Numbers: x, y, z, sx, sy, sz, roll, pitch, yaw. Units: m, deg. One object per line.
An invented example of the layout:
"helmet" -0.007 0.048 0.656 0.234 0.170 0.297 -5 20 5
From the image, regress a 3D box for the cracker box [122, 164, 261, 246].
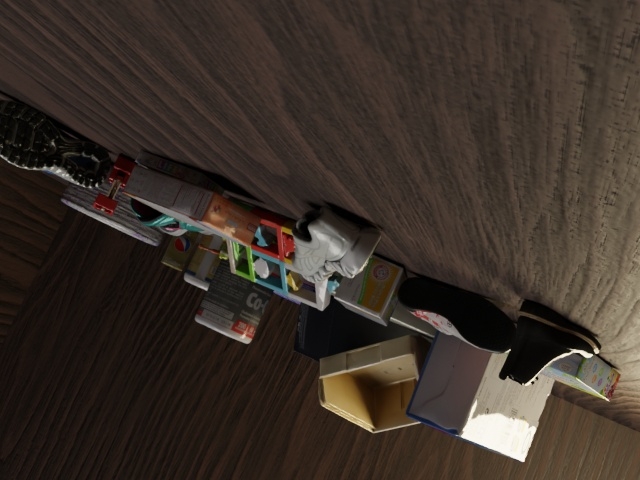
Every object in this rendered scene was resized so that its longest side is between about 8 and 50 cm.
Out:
"cracker box" -0.251 -0.068 1.638 0.232 0.067 0.156 21 173 35

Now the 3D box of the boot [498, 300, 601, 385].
"boot" 0.384 0.198 1.425 0.198 0.137 0.077 27 173 -29

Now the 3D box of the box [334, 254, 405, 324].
"box" 0.107 0.099 1.722 0.103 0.114 0.203 24 175 12

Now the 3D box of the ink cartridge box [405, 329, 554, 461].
"ink cartridge box" 0.390 0.332 1.888 0.151 0.270 0.395 16 170 44

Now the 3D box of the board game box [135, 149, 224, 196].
"board game box" -0.279 -0.129 1.670 0.154 0.026 0.103 21 173 23

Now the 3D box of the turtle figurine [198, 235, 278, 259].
"turtle figurine" -0.150 -0.003 1.977 0.217 0.087 0.269 19 -165 11

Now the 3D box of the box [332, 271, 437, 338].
"box" 0.156 0.129 1.890 0.275 0.094 0.113 24 174 1

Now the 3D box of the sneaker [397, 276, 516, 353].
"sneaker" 0.290 0.154 1.642 0.270 0.090 0.145 23 176 39

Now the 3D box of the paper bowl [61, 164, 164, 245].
"paper bowl" -0.534 -0.107 2.246 0.284 0.148 0.284 24 174 3

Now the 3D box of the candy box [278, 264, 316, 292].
"candy box" -0.075 0.122 2.554 0.268 0.122 0.317 21 172 16

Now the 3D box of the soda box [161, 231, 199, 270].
"soda box" -0.348 -0.014 2.168 0.058 0.181 0.061 26 173 -10

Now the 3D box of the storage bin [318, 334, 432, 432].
"storage bin" 0.169 0.339 1.979 0.262 0.123 0.260 -19 145 29

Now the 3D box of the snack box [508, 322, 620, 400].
"snack box" 0.500 0.252 1.742 0.175 0.070 0.207 19 170 43

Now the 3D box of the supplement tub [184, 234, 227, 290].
"supplement tub" -0.277 0.048 2.332 0.144 0.199 0.144 25 174 3

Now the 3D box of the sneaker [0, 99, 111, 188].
"sneaker" -0.629 -0.210 1.848 0.147 0.129 0.330 16 170 39

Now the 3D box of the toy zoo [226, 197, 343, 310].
"toy zoo" -0.076 0.035 1.754 0.293 0.030 0.192 20 134 28

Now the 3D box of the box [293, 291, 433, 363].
"box" 0.140 0.252 2.246 0.343 0.178 0.312 10 178 -17

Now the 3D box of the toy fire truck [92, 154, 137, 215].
"toy fire truck" -0.465 -0.124 1.905 0.047 0.135 0.192 26 173 -12

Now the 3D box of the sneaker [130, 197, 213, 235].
"sneaker" -0.368 -0.077 1.964 0.178 0.123 0.296 22 168 -33

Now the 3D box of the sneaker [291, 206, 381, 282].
"sneaker" 0.000 0.000 1.430 0.118 0.110 0.292 33 164 -12

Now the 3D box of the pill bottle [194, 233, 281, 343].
"pill bottle" -0.201 0.113 2.205 0.161 0.283 0.161 24 173 3
